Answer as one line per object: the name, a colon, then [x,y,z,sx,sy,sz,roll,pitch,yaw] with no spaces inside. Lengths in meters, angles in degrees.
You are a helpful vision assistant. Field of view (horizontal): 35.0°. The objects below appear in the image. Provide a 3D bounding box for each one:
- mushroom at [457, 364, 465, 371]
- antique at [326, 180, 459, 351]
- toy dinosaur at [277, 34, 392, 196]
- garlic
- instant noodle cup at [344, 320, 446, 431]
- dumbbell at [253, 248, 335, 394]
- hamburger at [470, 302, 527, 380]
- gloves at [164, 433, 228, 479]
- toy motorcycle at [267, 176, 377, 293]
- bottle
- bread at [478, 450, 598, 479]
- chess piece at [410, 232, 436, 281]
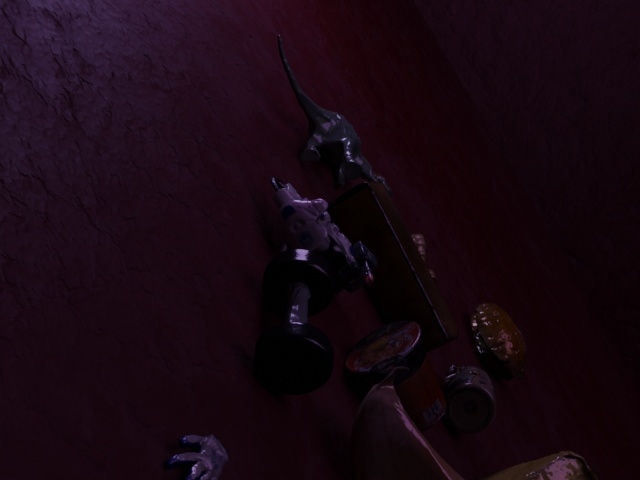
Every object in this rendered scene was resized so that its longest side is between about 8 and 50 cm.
mushroom: [0.280,0.281,1.894,0.101,0.019,0.049,65,22,9]
antique: [0.126,0.053,1.749,0.310,0.093,0.087,63,21,11]
toy dinosaur: [0.012,-0.191,1.832,0.393,0.092,0.205,50,22,-19]
garlic: [0.123,0.295,1.319,0.245,0.164,0.145,55,37,5]
instant noodle cup: [0.121,0.208,1.507,0.136,0.127,0.127,61,19,-19]
dumbbell: [-0.031,0.103,1.316,0.100,0.100,0.191,48,23,-26]
hamburger: [0.364,0.206,2.093,0.102,0.087,0.176,15,50,-63]
gloves: [-0.126,0.228,1.035,0.064,0.026,0.086,53,26,-11]
toy motorcycle: [0.000,0.000,1.536,0.221,0.102,0.150,46,12,-31]
bottle: [0.260,0.269,1.774,0.099,0.099,0.152,57,14,-5]
bread: [0.355,0.486,1.563,0.263,0.198,0.236,63,27,5]
chess piece: [0.195,0.071,1.941,0.060,0.060,0.172,31,36,-51]
